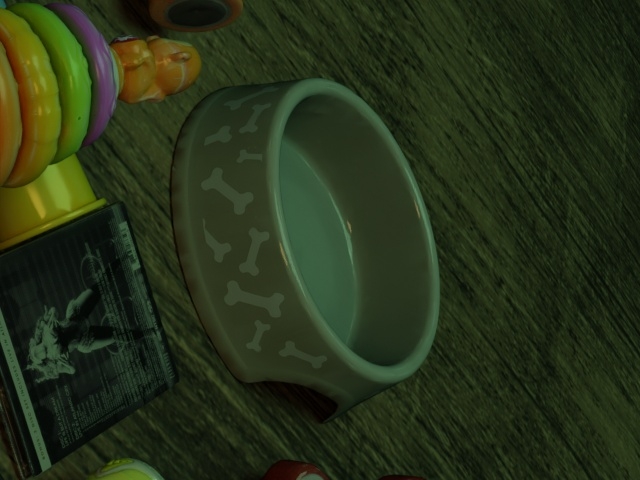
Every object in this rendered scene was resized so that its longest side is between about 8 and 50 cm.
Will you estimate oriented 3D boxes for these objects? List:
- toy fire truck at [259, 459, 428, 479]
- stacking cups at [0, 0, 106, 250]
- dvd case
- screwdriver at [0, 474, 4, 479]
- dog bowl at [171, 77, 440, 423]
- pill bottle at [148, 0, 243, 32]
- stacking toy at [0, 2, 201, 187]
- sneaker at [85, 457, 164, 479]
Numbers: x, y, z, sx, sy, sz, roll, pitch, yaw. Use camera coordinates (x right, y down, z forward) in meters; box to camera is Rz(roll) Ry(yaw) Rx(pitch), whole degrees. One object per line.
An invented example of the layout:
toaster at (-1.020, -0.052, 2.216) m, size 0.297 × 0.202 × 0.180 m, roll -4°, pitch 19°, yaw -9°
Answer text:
toy fire truck at (0.020, 0.346, 1.442) m, size 0.302 × 0.169 × 0.254 m, roll 50°, pitch 55°, yaw -33°
stacking cups at (-0.275, -0.150, 1.273) m, size 0.316 × 0.096 × 0.096 m, roll 64°, pitch 30°, yaw -4°
dvd case at (-0.196, 0.073, 1.331) m, size 0.221 × 0.018 × 0.165 m, roll -32°, pitch 107°, yaw -61°
screwdriver at (-0.278, 0.118, 1.182) m, size 0.170 × 0.024 × 0.025 m, roll 56°, pitch 3°, yaw -16°
dog bowl at (0.000, 0.000, 1.630) m, size 0.349 × 0.102 × 0.349 m, roll 36°, pitch 45°, yaw -46°
pill bottle at (-0.123, -0.321, 1.559) m, size 0.130 × 0.130 × 0.246 m, roll 24°, pitch 55°, yaw -53°
stacking toy at (-0.204, -0.108, 1.178) m, size 0.301 × 0.175 × 0.166 m, roll -17°, pitch 92°, yaw -40°
sneaker at (-0.145, 0.292, 1.266) m, size 0.126 × 0.091 × 0.240 m, roll -30°, pitch 102°, yaw -41°
